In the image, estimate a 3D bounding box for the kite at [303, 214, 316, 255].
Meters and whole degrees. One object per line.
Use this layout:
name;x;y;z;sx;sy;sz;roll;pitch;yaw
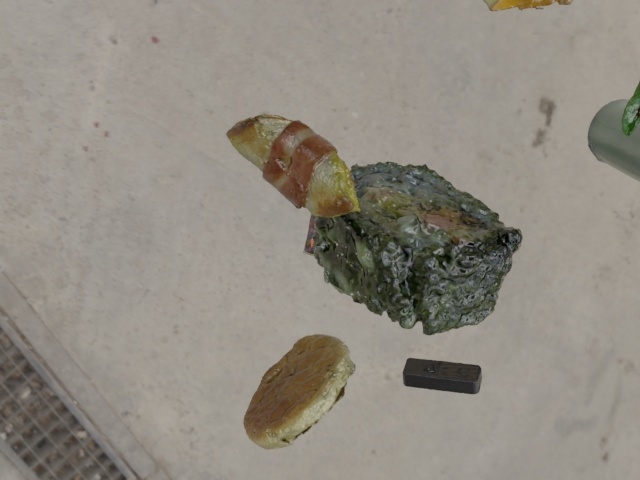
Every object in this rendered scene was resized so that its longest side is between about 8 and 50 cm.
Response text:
kite;0.001;0.000;1.980;0.125;0.008;0.222;-35;106;-38

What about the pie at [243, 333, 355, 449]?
pie;-0.053;0.357;2.056;0.083;0.339;0.339;47;73;-19

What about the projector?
projector;0.505;-0.112;1.221;0.108;0.337;0.108;-5;113;-12

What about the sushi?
sushi;0.147;0.003;1.530;0.294;0.352;0.178;-14;128;-35

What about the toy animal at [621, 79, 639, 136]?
toy animal;0.331;-0.202;0.802;0.041;0.075;0.217;15;130;-8

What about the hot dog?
hot dog;-0.029;-0.126;1.405;0.093;0.261;0.123;-30;158;-51

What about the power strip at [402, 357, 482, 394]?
power strip;0.172;0.192;1.232;0.038;0.111;0.029;-64;151;-50

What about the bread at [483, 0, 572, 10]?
bread;0.283;-0.346;1.212;0.109;0.084;0.080;21;118;-34
